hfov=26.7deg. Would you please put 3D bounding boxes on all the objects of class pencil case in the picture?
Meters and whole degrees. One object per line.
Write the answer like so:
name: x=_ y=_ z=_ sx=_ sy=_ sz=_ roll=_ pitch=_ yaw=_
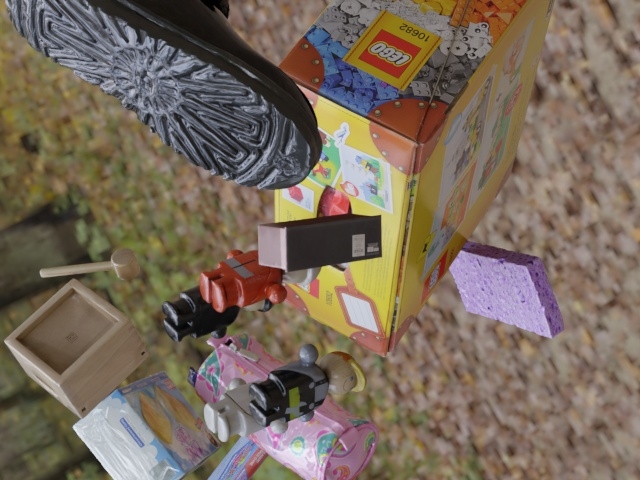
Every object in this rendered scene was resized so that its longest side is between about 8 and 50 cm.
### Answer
pencil case: x=-0.054 y=0.237 z=1.897 sx=0.284 sy=0.124 sz=0.124 roll=33 pitch=150 yaw=34

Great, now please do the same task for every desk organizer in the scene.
desk organizer: x=0.000 y=0.000 z=1.411 sx=0.050 sy=0.130 sz=0.047 roll=9 pitch=103 yaw=50

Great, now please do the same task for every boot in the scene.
boot: x=-0.099 y=-0.229 z=1.309 sx=0.348 sy=0.260 sz=0.131 roll=35 pitch=142 yaw=4

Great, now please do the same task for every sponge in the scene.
sponge: x=0.256 y=0.064 z=1.916 sx=0.210 sy=0.031 sz=0.117 roll=15 pitch=132 yaw=59

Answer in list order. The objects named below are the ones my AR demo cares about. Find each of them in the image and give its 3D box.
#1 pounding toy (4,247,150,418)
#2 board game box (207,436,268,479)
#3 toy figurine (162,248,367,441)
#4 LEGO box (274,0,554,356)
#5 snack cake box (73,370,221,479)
pounding toy: x=-0.312 y=0.108 z=1.814 sx=0.181 sy=0.206 sz=0.094 roll=30 pitch=154 yaw=36
board game box: x=-0.112 y=0.355 z=2.363 sx=0.027 sy=0.281 sz=0.145 roll=38 pitch=179 yaw=-10
toy figurine: x=-0.062 y=0.113 z=1.537 sx=0.209 sy=0.148 sz=0.213 roll=65 pitch=150 yaw=8
LEGO box: x=0.116 y=-0.140 z=1.741 sx=0.193 sy=0.372 sz=0.500 roll=29 pitch=151 yaw=15
snack cake box: x=-0.244 y=0.285 z=1.955 sx=0.152 sy=0.089 sz=0.264 roll=50 pitch=-175 yaw=4
